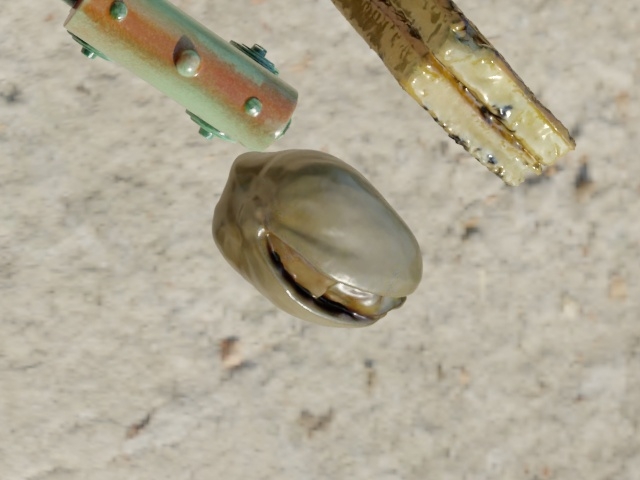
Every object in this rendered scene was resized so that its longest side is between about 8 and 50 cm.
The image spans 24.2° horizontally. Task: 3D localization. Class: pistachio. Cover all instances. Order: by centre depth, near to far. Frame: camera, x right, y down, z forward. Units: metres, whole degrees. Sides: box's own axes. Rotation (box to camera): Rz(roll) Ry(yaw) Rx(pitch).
[{"bbox_3d":[0.000,0.000,0.981,0.149,0.113,0.113,37,65,-31],"label":"pistachio"}]

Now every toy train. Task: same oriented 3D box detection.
[{"bbox_3d":[-0.143,-0.190,1.540,0.285,0.177,0.116,35,93,-15],"label":"toy train"}]

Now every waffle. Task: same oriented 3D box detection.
[{"bbox_3d":[0.051,-0.093,0.701,0.042,0.148,0.102,-43,131,10],"label":"waffle"}]
